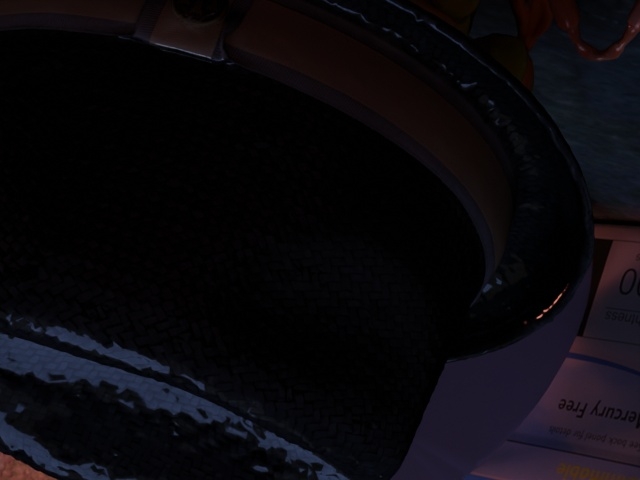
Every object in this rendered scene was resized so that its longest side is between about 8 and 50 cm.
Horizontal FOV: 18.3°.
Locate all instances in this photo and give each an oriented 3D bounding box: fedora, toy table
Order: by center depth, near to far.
[{"bbox_3d":[-0.063,0.014,0.811,0.334,0.152,0.334,12,148,8],"label":"fedora"},{"bbox_3d":[0.015,0.046,1.187,0.274,0.252,0.161,-22,-160,-35],"label":"toy table"}]

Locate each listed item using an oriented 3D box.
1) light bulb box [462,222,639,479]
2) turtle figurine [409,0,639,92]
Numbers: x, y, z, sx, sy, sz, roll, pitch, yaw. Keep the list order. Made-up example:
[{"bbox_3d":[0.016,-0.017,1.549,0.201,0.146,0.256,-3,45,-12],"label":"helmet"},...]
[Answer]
[{"bbox_3d":[0.142,0.188,1.325,0.358,0.361,0.225,5,162,47],"label":"light bulb box"},{"bbox_3d":[0.018,-0.109,0.822,0.217,0.087,0.269,28,141,-19],"label":"turtle figurine"}]
